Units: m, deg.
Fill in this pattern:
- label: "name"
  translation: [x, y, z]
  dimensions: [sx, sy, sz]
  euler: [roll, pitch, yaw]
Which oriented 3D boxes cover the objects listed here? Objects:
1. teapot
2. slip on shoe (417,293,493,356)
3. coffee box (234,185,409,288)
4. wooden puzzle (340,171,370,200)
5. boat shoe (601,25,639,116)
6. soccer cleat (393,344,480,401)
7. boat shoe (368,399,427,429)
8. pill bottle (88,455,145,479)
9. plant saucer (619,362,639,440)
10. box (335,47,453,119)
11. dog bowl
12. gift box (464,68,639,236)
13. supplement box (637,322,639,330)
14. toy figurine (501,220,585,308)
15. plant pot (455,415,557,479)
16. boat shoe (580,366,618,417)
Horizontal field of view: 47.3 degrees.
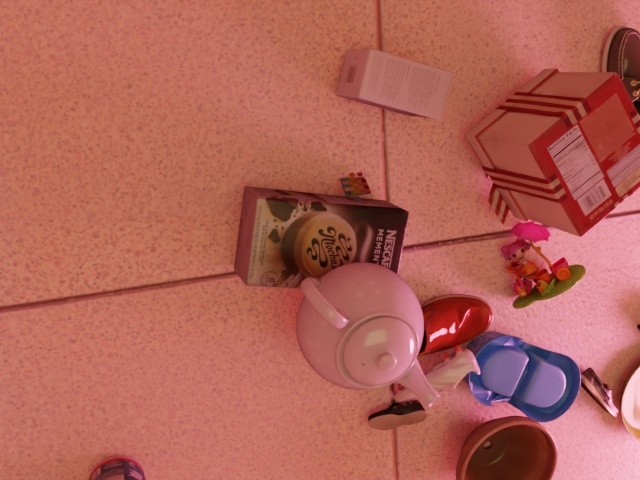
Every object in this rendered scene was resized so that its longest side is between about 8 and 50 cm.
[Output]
- label: "teapot"
  translation: [0.082, 0.169, 1.304]
  dimensions: [0.256, 0.187, 0.253]
  euler: [-4, 112, -15]
- label: "slip on shoe"
  translation: [0.217, 0.191, 1.518]
  dimensions: [0.331, 0.101, 0.123]
  euler: [-9, 104, -18]
- label: "coffee box"
  translation: [0.000, 0.000, 1.388]
  dimensions: [0.297, 0.119, 0.168]
  euler: [4, 102, -19]
- label: "wooden puzzle"
  translation: [0.067, -0.106, 1.409]
  dimensions: [0.049, 0.083, 0.006]
  euler: [-7, 135, -11]
- label: "boat shoe"
  translation: [0.674, -0.303, 1.555]
  dimensions: [0.109, 0.091, 0.305]
  euler: [-17, 108, -14]
- label: "soccer cleat"
  translation: [0.243, 0.298, 1.542]
  dimensions: [0.196, 0.068, 0.076]
  euler: [-35, 91, 14]
- label: "boat shoe"
  translation: [0.162, 0.376, 1.577]
  dimensions: [0.133, 0.042, 0.049]
  euler: [-7, 130, -16]
- label: "pill bottle"
  translation: [-0.371, 0.487, 1.348]
  dimensions: [0.108, 0.180, 0.108]
  euler: [-5, 105, -17]
- label: "plant saucer"
  translation: [0.830, 0.380, 1.803]
  dimensions: [0.241, 0.037, 0.241]
  euler: [-4, 104, -17]
- label: "box"
  translation: [0.134, -0.290, 1.357]
  dimensions: [0.170, 0.130, 0.091]
  euler: [11, 99, -21]
- label: "dog bowl"
  translation: [0.441, 0.298, 1.633]
  dimensions: [0.297, 0.074, 0.166]
  euler: [21, 96, -22]
- label: "gift box"
  translation: [0.461, -0.157, 1.430]
  dimensions: [0.255, 0.258, 0.276]
  euler: [-34, 112, -8]
- label: "supplement box"
  translation: [0.823, 0.209, 1.748]
  dimensions: [0.083, 0.056, 0.083]
  euler: [-48, 112, -2]
- label: "toy figurine"
  translation: [0.452, 0.039, 1.573]
  dimensions: [0.173, 0.130, 0.159]
  euler: [-32, 98, 17]
- label: "plant pot"
  translation: [0.398, 0.485, 1.640]
  dimensions: [0.237, 0.110, 0.237]
  euler: [-5, 108, -16]
- label: "boat shoe"
  translation: [0.668, 0.361, 1.734]
  dimensions: [0.049, 0.056, 0.152]
  euler: [-44, 112, 2]
